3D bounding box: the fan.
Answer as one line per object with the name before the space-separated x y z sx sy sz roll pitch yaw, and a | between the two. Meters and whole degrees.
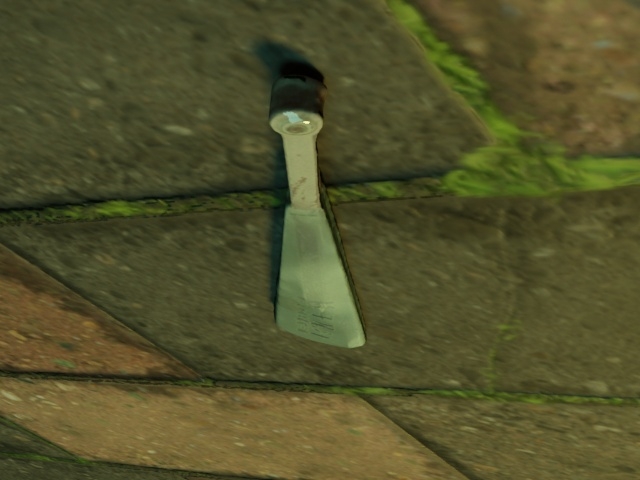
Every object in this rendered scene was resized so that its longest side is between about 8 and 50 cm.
fan | 0.000 0.000 0.594 0.057 0.023 0.282 15 158 6
